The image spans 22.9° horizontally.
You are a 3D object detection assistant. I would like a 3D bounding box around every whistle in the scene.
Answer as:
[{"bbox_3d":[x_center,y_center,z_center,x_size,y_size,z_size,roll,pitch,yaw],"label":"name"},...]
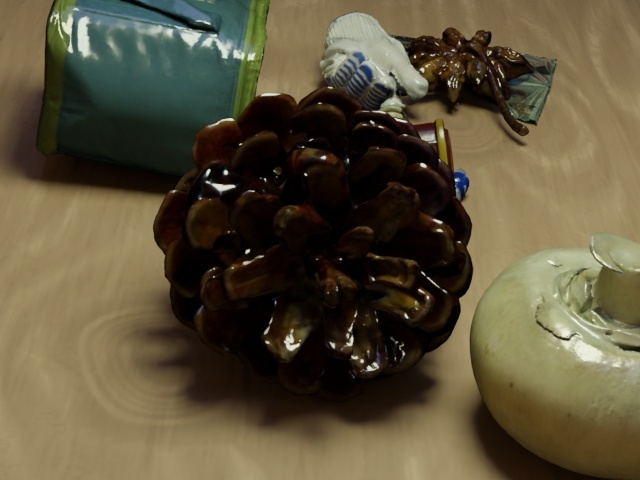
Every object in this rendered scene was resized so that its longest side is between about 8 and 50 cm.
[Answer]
[{"bbox_3d":[0.156,-0.059,1.806,0.033,0.029,0.083,43,33,-10],"label":"whistle"}]

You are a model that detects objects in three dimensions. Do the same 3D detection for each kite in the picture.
[{"bbox_3d":[0.199,-0.225,2.154,0.314,0.012,0.335,-13,32,-32],"label":"kite"}]

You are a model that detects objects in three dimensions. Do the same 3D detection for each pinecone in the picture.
[{"bbox_3d":[0.002,-0.004,1.433,0.298,0.242,0.296,5,25,-14],"label":"pinecone"}]

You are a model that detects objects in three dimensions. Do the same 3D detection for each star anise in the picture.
[{"bbox_3d":[0.212,-0.217,2.058,0.234,0.073,0.177,29,44,25],"label":"star anise"}]

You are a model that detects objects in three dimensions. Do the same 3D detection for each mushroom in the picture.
[{"bbox_3d":[0.251,0.089,1.356,0.246,0.202,0.246,6,38,-4],"label":"mushroom"}]

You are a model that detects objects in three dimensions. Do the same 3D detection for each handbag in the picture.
[{"bbox_3d":[-0.187,-0.194,1.788,0.241,0.222,0.263,8,25,-6],"label":"handbag"}]

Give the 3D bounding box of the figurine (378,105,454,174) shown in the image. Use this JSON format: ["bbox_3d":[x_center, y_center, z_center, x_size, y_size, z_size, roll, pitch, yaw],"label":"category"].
[{"bbox_3d":[0.071,-0.102,1.778,0.154,0.098,0.082,-4,29,3],"label":"figurine"}]

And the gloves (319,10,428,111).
[{"bbox_3d":[0.064,-0.218,2.020,0.119,0.097,0.229,-11,28,-6],"label":"gloves"}]
